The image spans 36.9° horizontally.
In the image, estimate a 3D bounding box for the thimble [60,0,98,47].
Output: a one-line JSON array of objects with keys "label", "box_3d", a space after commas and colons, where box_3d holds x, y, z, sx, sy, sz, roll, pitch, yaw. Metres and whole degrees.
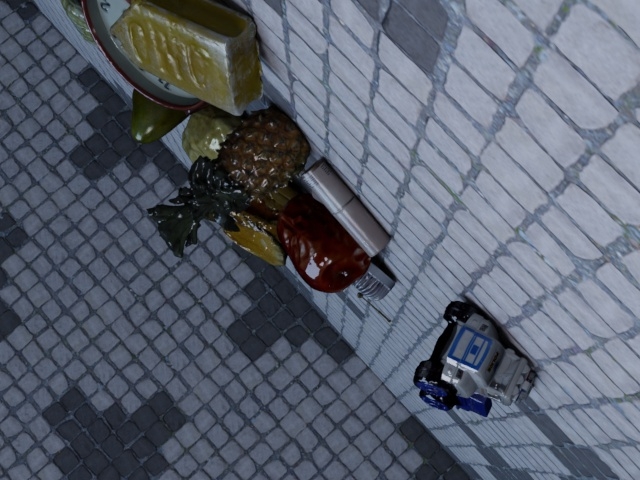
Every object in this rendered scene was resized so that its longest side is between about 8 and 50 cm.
[{"label": "thimble", "box_3d": [-0.468, -0.493, 2.040, 0.191, 0.137, 0.143, 59, 173, 17]}]

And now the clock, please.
[{"label": "clock", "box_3d": [-0.277, -0.365, 1.650, 0.318, 0.080, 0.319, 27, 146, 20]}]

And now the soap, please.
[{"label": "soap", "box_3d": [-0.213, -0.310, 1.490, 0.257, 0.080, 0.160, 28, 147, 24]}]

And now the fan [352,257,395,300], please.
[{"label": "fan", "box_3d": [0.080, 0.057, 2.048, 0.130, 0.074, 0.244, 39, 180, -16]}]

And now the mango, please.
[{"label": "mango", "box_3d": [-0.328, -0.301, 2.036, 0.289, 0.146, 0.129, -98, -16, -64]}]

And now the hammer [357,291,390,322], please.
[{"label": "hammer", "box_3d": [0.139, 0.173, 2.484, 0.123, 0.014, 0.029, 40, 178, 32]}]

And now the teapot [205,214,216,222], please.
[{"label": "teapot", "box_3d": [-0.232, -0.138, 2.465, 0.175, 0.186, 0.268, 21, -147, -16]}]

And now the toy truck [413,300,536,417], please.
[{"label": "toy truck", "box_3d": [0.265, 0.217, 1.596, 0.176, 0.161, 0.213, 24, 163, 21]}]

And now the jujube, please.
[{"label": "jujube", "box_3d": [0.000, 0.000, 1.891, 0.230, 0.155, 0.155, 48, 174, 39]}]

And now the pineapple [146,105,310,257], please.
[{"label": "pineapple", "box_3d": [-0.162, -0.096, 1.717, 0.141, 0.310, 0.170, 42, 171, 47]}]

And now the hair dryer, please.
[{"label": "hair dryer", "box_3d": [0.030, -0.060, 1.792, 0.195, 0.053, 0.220, 49, 173, -8]}]

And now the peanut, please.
[{"label": "peanut", "box_3d": [-0.227, -0.229, 2.113, 0.147, 0.147, 0.305, 49, 168, -5]}]

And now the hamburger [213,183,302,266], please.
[{"label": "hamburger", "box_3d": [-0.127, -0.065, 2.147, 0.244, 0.163, 0.244, 35, 164, 11]}]

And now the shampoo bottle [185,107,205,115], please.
[{"label": "shampoo bottle", "box_3d": [-0.293, -0.367, 1.910, 0.068, 0.067, 0.236, -24, 96, 44]}]
